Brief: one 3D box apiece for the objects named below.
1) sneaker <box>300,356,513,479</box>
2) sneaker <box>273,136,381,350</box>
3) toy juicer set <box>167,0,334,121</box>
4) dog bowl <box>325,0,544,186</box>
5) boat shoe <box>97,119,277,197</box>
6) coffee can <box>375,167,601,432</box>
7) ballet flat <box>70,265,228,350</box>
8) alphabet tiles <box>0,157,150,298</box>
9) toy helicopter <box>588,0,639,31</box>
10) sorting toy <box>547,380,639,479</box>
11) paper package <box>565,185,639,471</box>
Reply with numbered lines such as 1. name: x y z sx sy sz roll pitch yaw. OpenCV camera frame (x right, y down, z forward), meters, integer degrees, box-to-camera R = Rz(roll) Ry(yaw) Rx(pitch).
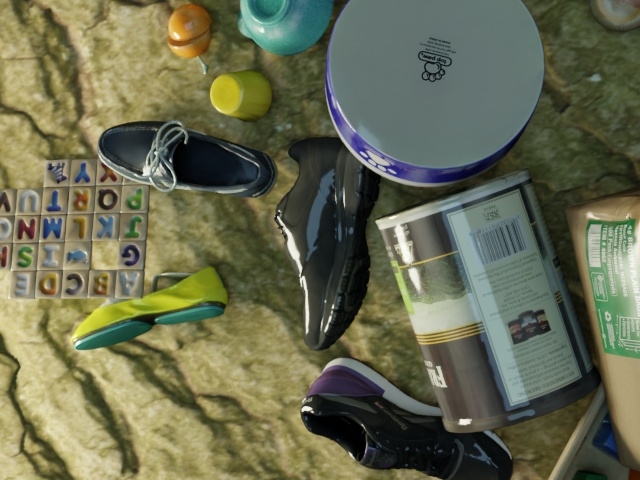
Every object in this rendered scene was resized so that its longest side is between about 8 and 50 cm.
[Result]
1. sneaker: 0.105 0.267 1.553 0.283 0.124 0.107 25 123 12
2. sneaker: 0.000 0.000 1.581 0.130 0.109 0.286 8 89 18
3. toy juicer set: -0.070 -0.334 1.565 0.209 0.089 0.329 47 112 18
4. dog bowl: 0.137 -0.204 1.476 0.265 0.104 0.265 0 82 0
5. boat shoe: -0.185 -0.108 1.608 0.254 0.079 0.095 17 90 10
6. coffee can: 0.205 0.072 1.481 0.201 0.201 0.275 -18 91 14
7. ballet flat: -0.238 0.089 1.658 0.231 0.077 0.077 -16 71 11
8. alphabet tiles: -0.351 -0.017 1.667 0.237 0.009 0.198 -1 78 13
9. toy helicopter: 0.499 -0.308 1.430 0.355 0.140 0.235 -12 102 25
10. sorting toy: 0.328 0.330 1.420 0.041 0.229 0.307 7 54 46
11. paper package: 0.469 0.085 1.370 0.309 0.168 0.325 -13 94 -24
